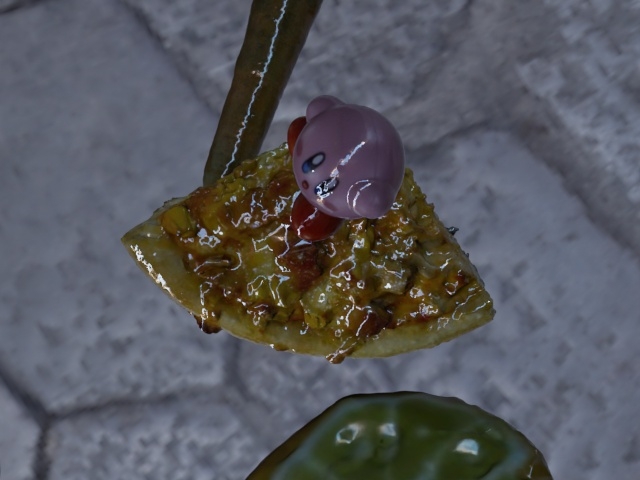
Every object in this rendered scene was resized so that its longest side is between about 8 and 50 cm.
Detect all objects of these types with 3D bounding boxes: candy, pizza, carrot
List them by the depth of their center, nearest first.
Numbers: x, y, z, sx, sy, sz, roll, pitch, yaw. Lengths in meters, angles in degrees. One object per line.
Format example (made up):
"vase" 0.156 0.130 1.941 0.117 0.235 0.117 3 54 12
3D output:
"candy" 0.053 0.223 1.316 0.260 0.260 0.118 5 138 30
"pizza" 0.000 0.000 1.604 0.335 0.086 0.226 13 115 -8
"carrot" -0.048 -0.180 1.761 0.070 0.070 0.342 18 85 25

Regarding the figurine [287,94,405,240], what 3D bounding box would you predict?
"figurine" 0.015 -0.048 1.087 0.071 0.067 0.083 -36 70 57
